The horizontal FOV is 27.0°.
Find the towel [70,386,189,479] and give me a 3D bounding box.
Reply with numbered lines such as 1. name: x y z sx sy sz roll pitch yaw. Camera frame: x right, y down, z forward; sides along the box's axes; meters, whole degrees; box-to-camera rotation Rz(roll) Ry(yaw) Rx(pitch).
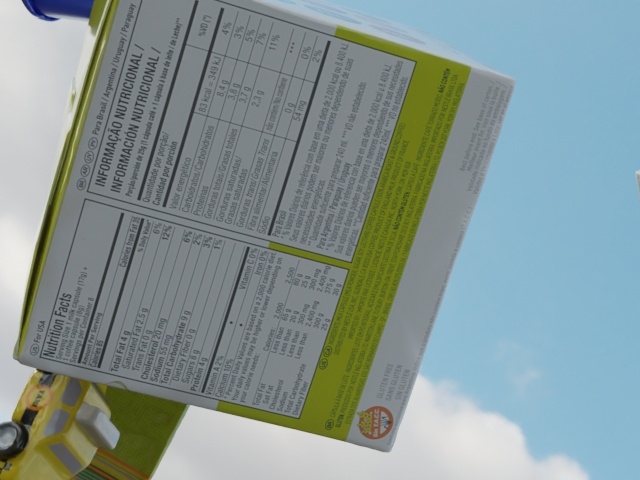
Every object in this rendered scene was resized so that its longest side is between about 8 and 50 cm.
1. towel: -0.205 0.197 1.403 0.102 0.237 0.021 30 -16 -9

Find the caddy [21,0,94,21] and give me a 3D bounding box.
1. caddy: -0.291 -0.426 1.763 0.179 0.341 0.241 14 -51 13

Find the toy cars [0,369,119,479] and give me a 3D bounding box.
1. toy cars: -0.279 0.197 1.180 0.087 0.394 0.176 9 -72 21

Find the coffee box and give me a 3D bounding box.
1. coffee box: -0.071 -0.059 1.210 0.334 0.338 0.337 15 12 -14

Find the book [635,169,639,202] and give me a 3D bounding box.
1. book: 0.381 -0.009 1.363 0.096 0.144 0.035 -9 -22 9
